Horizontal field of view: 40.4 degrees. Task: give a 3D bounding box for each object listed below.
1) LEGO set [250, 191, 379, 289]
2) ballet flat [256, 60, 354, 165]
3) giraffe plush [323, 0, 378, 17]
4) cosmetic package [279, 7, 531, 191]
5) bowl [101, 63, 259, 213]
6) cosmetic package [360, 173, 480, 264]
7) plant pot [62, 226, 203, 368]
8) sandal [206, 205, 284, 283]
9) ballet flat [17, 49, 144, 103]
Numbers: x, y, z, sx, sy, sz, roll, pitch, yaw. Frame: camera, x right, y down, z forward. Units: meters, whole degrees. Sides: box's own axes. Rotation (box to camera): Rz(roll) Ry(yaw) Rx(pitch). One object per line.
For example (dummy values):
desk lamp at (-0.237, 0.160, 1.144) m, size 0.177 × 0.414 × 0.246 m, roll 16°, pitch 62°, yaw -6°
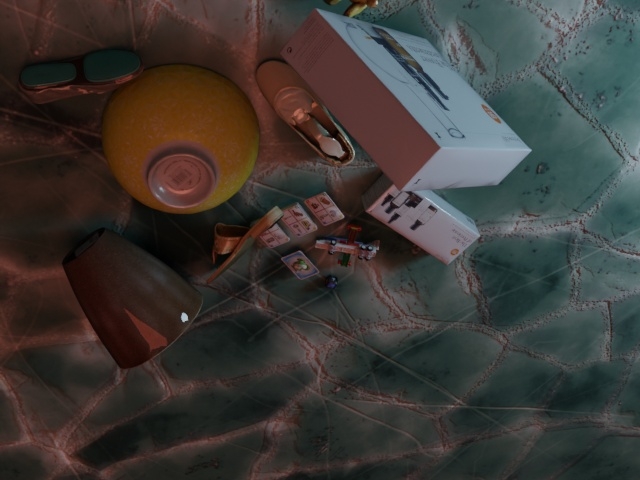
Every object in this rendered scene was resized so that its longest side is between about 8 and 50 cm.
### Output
LEGO set at (0.000, 0.000, 1.780) m, size 0.182 × 0.060 × 0.244 m, roll -23°, pitch 128°, yaw 25°
ballet flat at (-0.021, -0.220, 1.561) m, size 0.086 × 0.086 × 0.248 m, roll -35°, pitch 125°, yaw 18°
giraffe plush at (0.049, -0.427, 1.349) m, size 0.210 × 0.170 × 0.181 m, roll 6°, pitch 127°, yaw -13°
cosmetic package at (0.147, -0.211, 1.356) m, size 0.097 × 0.284 × 0.377 m, roll -46°, pitch 162°, yaw 27°
bowl at (-0.246, -0.146, 1.537) m, size 0.290 × 0.156 × 0.289 m, roll -4°, pitch 129°, yaw -5°
cosmetic package at (0.203, -0.048, 1.749) m, size 0.239 × 0.060 × 0.099 m, roll 31°, pitch 119°, yaw -29°
plant pot at (-0.384, 0.093, 1.696) m, size 0.215 × 0.215 × 0.230 m, roll -32°, pitch 111°, yaw 16°
sandal at (-0.170, -0.012, 1.719) m, size 0.079 × 0.088 × 0.240 m, roll 49°, pitch 124°, yaw 0°
ballet flat at (-0.401, -0.275, 1.477) m, size 0.213 × 0.072 × 0.068 m, roll -8°, pitch 157°, yaw -2°
